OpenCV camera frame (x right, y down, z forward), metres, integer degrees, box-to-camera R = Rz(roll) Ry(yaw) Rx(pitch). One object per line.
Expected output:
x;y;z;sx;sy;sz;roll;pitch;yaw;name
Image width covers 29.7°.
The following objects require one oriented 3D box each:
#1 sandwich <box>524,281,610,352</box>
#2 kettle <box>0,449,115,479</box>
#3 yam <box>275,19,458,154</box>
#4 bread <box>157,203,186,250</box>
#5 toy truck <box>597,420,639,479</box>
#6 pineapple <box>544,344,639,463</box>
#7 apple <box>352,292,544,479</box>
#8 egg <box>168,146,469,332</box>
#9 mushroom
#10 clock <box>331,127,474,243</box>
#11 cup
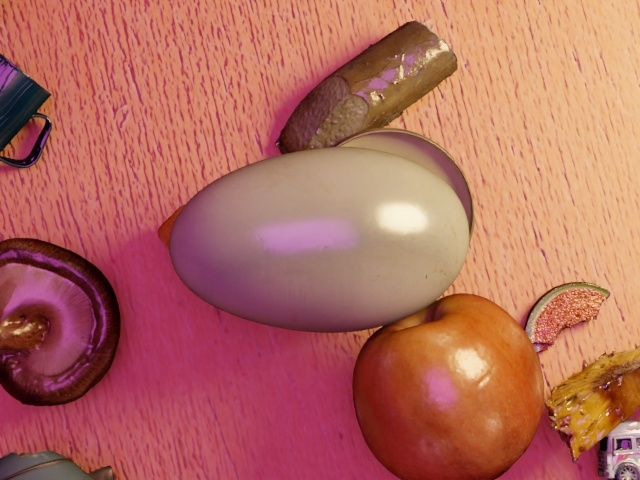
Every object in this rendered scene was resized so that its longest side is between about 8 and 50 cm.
0.327;0.096;1.634;0.135;0.029;0.067;-33;89;-4;sandwich
-0.363;0.437;1.496;0.320;0.247;0.342;-21;74;-23;kettle
0.056;-0.192;1.640;0.259;0.106;0.106;-38;84;-5;yam
-0.153;0.025;1.606;0.073;0.122;0.149;-42;83;0;bread
0.452;0.262;1.587;0.178;0.080;0.115;-5;82;0;toy truck
0.379;0.199;1.577;0.233;0.135;0.079;-25;97;-13;pineapple
0.159;0.182;1.515;0.254;0.253;0.253;0;83;1;apple
0.000;0.000;1.486;0.371;0.230;0.229;-3;83;-9;egg
-0.369;0.103;1.605;0.194;0.138;0.231;-25;95;-15;mushroom
0.089;-0.034;1.615;0.235;0.029;0.234;0;104;2;clock
-0.442;-0.172;1.639;0.150;0.113;0.138;38;87;7;cup
